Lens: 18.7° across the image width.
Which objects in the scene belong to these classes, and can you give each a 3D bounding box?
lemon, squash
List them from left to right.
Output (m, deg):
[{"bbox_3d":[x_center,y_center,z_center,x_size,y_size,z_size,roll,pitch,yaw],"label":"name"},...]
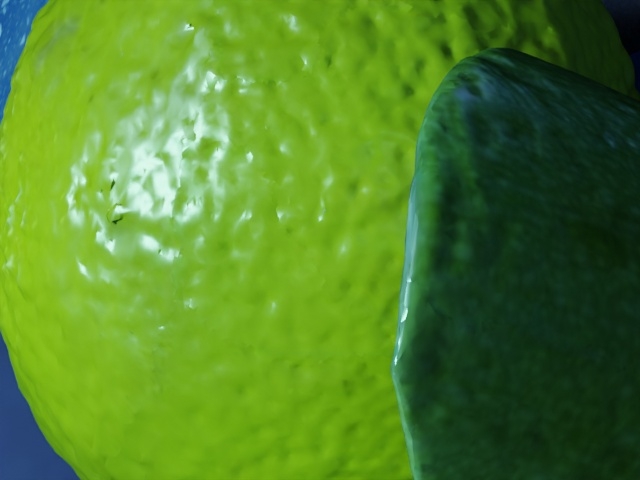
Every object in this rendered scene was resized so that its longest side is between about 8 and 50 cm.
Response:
[{"bbox_3d":[0.000,0.000,0.790,0.268,0.268,0.322,-152,57,-62],"label":"lemon"},{"bbox_3d":[0.084,0.046,0.624,0.189,0.260,0.189,-34,48,48],"label":"squash"}]

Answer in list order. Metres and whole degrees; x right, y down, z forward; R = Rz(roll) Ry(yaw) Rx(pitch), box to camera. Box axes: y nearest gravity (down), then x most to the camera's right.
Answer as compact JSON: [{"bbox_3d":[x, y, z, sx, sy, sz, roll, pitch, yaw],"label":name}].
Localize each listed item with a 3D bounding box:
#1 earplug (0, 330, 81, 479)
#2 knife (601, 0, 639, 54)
[{"bbox_3d":[-0.214,0.091,1.201,0.456,0.215,0.215,12,84,65],"label":"earplug"},{"bbox_3d":[0.141,-0.092,0.830,0.278,0.053,0.123,-20,62,57],"label":"knife"}]
